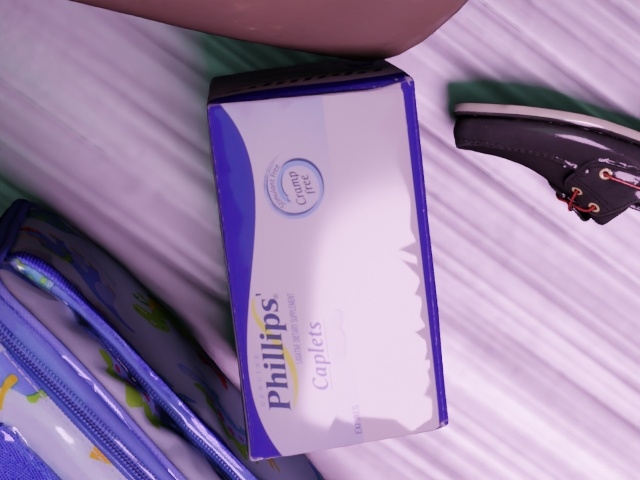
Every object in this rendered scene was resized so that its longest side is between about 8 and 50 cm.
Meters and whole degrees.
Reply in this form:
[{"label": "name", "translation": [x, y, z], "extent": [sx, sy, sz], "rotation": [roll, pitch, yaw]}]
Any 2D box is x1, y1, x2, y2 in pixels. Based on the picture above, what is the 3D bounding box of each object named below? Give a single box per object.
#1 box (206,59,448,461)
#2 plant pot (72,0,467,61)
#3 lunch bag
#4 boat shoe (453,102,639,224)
[{"label": "box", "translation": [0.000, 0.000, 0.631], "extent": [0.072, 0.137, 0.126], "rotation": [-7, 100, -1]}, {"label": "plant pot", "translation": [-0.046, -0.173, 0.567], "extent": [0.229, 0.263, 0.263], "rotation": [23, 99, -24]}, {"label": "lunch bag", "translation": [-0.067, 0.091, 0.625], "extent": [0.090, 0.176, 0.219], "rotation": [-41, 98, 5]}, {"label": "boat shoe", "translation": [0.114, -0.027, 0.675], "extent": [0.133, 0.049, 0.042], "rotation": [14, 91, -9]}]
